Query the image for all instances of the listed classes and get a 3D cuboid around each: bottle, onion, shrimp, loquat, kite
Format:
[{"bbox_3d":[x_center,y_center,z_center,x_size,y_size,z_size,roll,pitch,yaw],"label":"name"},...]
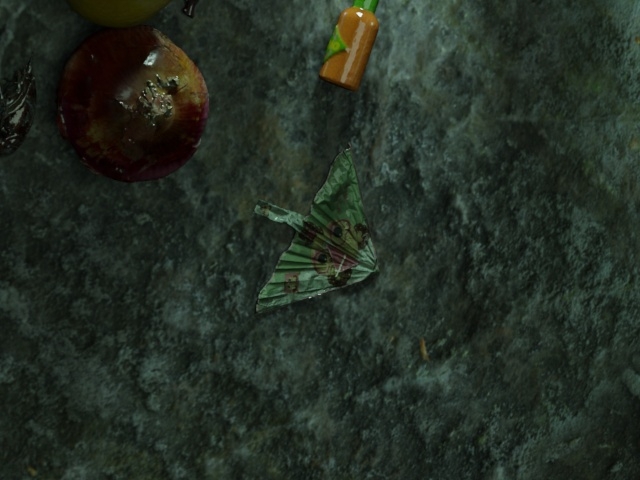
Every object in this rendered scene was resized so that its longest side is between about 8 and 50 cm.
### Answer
[{"bbox_3d":[0.056,-0.330,1.781,0.069,0.069,0.187,18,94,-29],"label":"bottle"},{"bbox_3d":[-0.256,-0.185,1.612,0.230,0.163,0.230,-12,117,-26],"label":"onion"},{"bbox_3d":[-0.427,-0.193,1.586,0.065,0.056,0.165,13,95,-22],"label":"shrimp"},{"bbox_3d":[-0.274,-0.393,1.535,0.213,0.213,0.213,-7,106,-24],"label":"loquat"},{"bbox_3d":[0.000,0.000,1.871,0.267,0.013,0.323,32,88,-30],"label":"kite"}]

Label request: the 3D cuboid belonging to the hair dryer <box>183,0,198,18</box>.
[{"bbox_3d":[-0.163,-0.400,1.673,0.106,0.054,0.154,23,103,-33],"label":"hair dryer"}]
